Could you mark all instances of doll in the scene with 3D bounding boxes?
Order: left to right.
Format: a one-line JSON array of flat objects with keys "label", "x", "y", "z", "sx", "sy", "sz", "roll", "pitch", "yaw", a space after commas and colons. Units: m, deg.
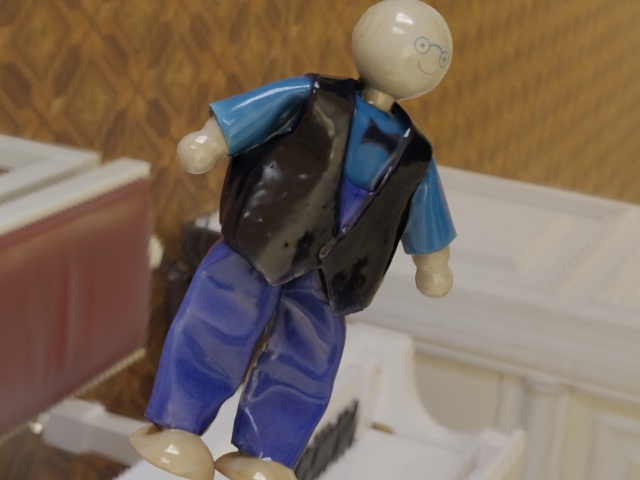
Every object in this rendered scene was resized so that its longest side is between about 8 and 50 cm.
[{"label": "doll", "x": 0.000, "y": 0.000, "z": 0.526, "sx": 0.129, "sy": 0.046, "sz": 0.189, "roll": 22, "pitch": 90, "yaw": -30}]
